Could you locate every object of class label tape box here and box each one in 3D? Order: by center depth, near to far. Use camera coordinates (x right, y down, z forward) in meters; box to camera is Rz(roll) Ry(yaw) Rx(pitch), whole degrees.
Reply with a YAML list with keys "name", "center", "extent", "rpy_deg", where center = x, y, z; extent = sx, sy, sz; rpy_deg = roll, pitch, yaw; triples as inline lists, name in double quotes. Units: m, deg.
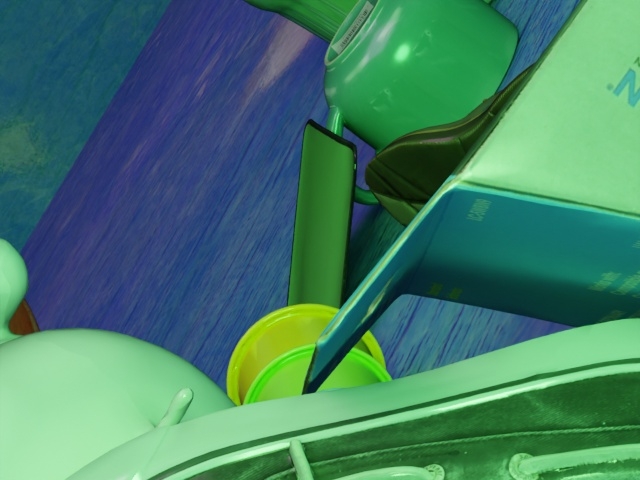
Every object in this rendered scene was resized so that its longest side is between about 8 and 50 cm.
- name: "label tape box"
  center: [0.133, -0.050, 0.733]
  extent: [0.333, 0.106, 0.240]
  rpy_deg: [-53, -5, -9]

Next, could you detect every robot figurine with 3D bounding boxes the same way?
- name: "robot figurine"
  center: [-0.152, 0.150, 0.911]
  extent: [0.200, 0.300, 0.353]
  rpy_deg: [-16, 1, -37]

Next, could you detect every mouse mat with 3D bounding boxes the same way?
- name: "mouse mat"
  center: [0.000, 0.000, 1.296]
  extent: [0.190, 0.007, 0.152]
  rpy_deg: [-139, 53, -75]

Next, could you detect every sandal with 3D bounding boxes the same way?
- name: "sandal"
  center: [0.106, -0.055, 1.060]
  extent: [0.060, 0.090, 0.219]
  rpy_deg: [-45, 4, -37]

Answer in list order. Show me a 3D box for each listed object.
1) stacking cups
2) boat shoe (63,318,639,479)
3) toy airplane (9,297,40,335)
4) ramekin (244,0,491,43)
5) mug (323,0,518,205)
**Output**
- name: "stacking cups"
  center: [0.007, 0.122, 0.953]
  extent: [0.096, 0.096, 0.316]
  rpy_deg: [-53, 14, 9]
- name: "boat shoe"
  center: [0.017, 0.124, 0.696]
  extent: [0.306, 0.113, 0.105]
  rpy_deg: [-14, 30, -1]
- name: "toy airplane"
  center: [-0.218, 0.222, 1.243]
  extent: [0.386, 0.272, 0.384]
  rpy_deg: [39, 117, 49]
- name: "ramekin"
  center: [0.079, -0.279, 1.525]
  extent: [0.303, 0.148, 0.303]
  rpy_deg: [-51, 15, 19]
- name: "mug"
  center: [0.058, -0.117, 1.328]
  extent: [0.129, 0.097, 0.158]
  rpy_deg: [-40, 21, 48]
